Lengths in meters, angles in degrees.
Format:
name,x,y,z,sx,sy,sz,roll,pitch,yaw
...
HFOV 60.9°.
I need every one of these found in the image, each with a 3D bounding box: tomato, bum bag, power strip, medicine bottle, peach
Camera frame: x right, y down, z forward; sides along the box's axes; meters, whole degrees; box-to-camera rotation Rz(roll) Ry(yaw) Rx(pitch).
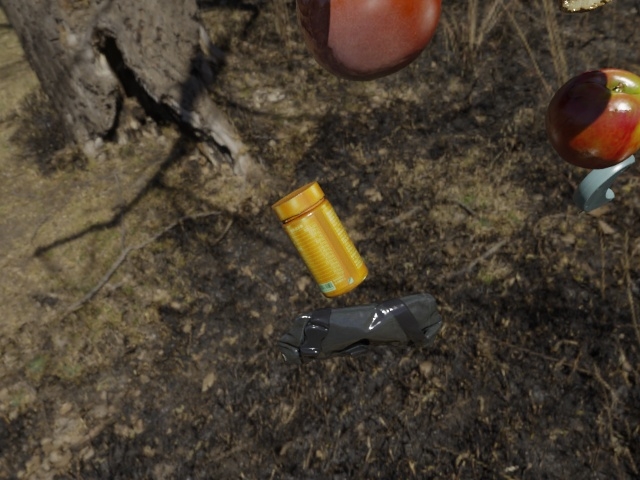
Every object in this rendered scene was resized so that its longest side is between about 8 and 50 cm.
name,x,y,z,sx,sy,sz,roll,pitch,yaw
tomato,0.100,-0.498,1.175,0.321,0.322,0.322,-6,35,4
bum bag,0.050,0.104,0.611,0.197,0.087,0.049,-6,39,-13
power strip,0.709,-0.132,1.388,0.137,0.216,0.044,-30,62,-6
medicine bottle,0.000,0.000,0.966,0.096,0.192,0.096,-30,11,6
peach,0.510,-0.219,1.011,0.197,0.197,0.197,-6,35,4

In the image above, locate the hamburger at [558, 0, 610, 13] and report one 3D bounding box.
name,x,y,z,sx,sy,sz,roll,pitch,yaw
hamburger,0.623,-0.630,1.144,0.162,0.330,0.209,39,30,2
